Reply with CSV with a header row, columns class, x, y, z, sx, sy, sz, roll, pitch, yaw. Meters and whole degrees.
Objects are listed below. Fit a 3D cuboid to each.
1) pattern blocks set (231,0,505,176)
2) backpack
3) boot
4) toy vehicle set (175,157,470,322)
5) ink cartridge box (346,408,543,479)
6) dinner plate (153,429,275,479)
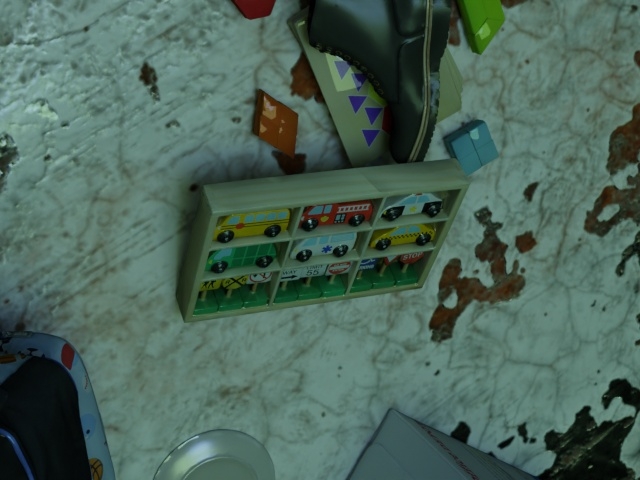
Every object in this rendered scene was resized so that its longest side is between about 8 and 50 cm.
class,x,y,z,sx,sy,sz,roll,pitch,yaw
pattern blocks set,0.056,-0.181,1.330,0.285,0.026,0.325,-23,115,-16
backpack,-0.321,0.200,1.168,0.263,0.213,0.277,0,115,16
boot,0.045,-0.166,1.288,0.137,0.077,0.198,1,114,-7
toy vehicle set,0.000,0.000,1.316,0.266,0.035,0.166,-8,142,-22
ink cartridge box,0.166,0.348,1.467,0.270,0.198,0.197,29,95,-29
dinner plate,-0.111,0.267,1.416,0.141,0.017,0.141,-8,111,-21
